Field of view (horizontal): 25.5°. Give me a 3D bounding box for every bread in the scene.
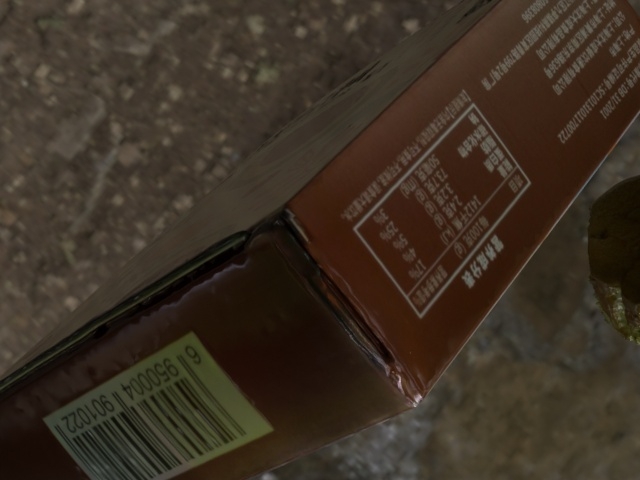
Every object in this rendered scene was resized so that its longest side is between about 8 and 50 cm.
[{"bbox_3d":[0.236,0.005,0.921,0.140,0.128,0.069,-41,126,-14],"label":"bread"}]

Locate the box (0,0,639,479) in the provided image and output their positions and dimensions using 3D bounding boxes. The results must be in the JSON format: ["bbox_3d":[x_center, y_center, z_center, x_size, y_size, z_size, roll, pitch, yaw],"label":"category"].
[{"bbox_3d":[0.000,0.000,0.901,0.122,0.344,0.385,52,45,-8],"label":"box"}]
